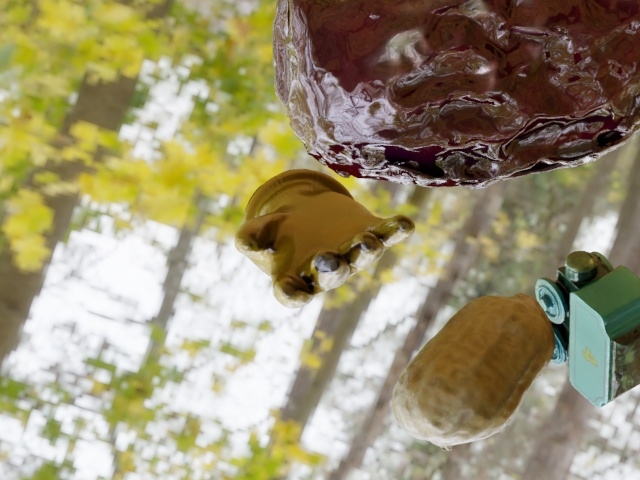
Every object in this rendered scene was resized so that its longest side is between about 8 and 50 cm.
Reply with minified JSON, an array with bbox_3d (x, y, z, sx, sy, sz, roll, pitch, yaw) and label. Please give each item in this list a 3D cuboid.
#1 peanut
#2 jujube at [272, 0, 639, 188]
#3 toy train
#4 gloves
[{"bbox_3d":[0.179,0.145,1.754,0.129,0.224,0.129,40,158,20],"label":"peanut"},{"bbox_3d":[0.141,-0.173,1.273,0.377,0.258,0.258,-12,-162,-14],"label":"jujube"},{"bbox_3d":[0.347,0.109,1.966,0.107,0.198,0.154,-26,-135,-20],"label":"toy train"},{"bbox_3d":[0.001,-0.001,1.417,0.116,0.133,0.294,53,177,-9],"label":"gloves"}]
